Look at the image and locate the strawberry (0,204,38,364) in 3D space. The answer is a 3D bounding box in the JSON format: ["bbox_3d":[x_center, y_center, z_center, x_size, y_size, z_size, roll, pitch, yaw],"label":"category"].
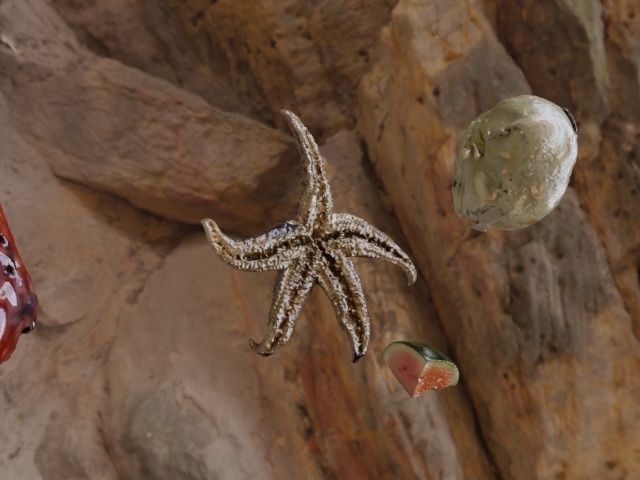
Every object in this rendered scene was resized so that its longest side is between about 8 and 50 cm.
[{"bbox_3d":[-0.411,0.044,0.734,0.253,0.150,0.280,83,12,-63],"label":"strawberry"}]

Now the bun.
[{"bbox_3d":[0.297,-0.128,1.052,0.141,0.239,0.239,17,25,-18],"label":"bun"}]

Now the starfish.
[{"bbox_3d":[-0.004,0.001,0.591,0.057,0.213,0.238,-4,-86,60],"label":"starfish"}]

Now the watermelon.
[{"bbox_3d":[0.258,0.298,1.546,0.193,0.145,0.137,-9,-91,64],"label":"watermelon"}]
